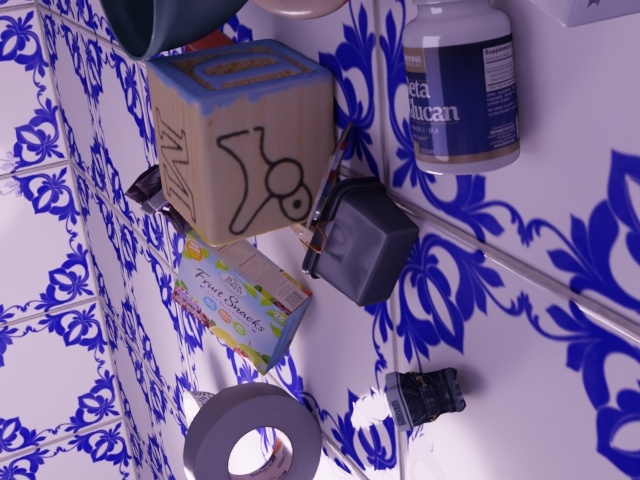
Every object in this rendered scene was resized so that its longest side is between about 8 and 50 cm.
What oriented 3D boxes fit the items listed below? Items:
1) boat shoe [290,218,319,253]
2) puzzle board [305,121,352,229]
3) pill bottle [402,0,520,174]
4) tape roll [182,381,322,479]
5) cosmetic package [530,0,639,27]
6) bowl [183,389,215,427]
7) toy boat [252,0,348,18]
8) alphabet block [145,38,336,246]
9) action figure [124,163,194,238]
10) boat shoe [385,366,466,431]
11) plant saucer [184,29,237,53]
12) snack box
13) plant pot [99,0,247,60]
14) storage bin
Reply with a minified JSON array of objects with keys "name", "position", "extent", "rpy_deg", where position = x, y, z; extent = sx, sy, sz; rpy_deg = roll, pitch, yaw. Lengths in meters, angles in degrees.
[{"name":"boat shoe","position":[0.000,0.000,1.191],"extent":[0.170,0.063,0.059],"rpy_deg":[39,133,52]},{"name":"puzzle board","position":[0.013,-0.077,1.052],"extent":[0.128,0.011,0.096],"rpy_deg":[-65,-4,-64]},{"name":"pill bottle","position":[0.121,-0.149,0.782],"extent":[0.094,0.094,0.169],"rpy_deg":[25,128,60]},{"name":"tape roll","position":[-0.110,0.344,1.466],"extent":[0.072,0.219,0.219],"rpy_deg":[23,126,60]},{"name":"cosmetic package","position":[0.158,-0.289,0.551],"extent":[0.224,0.138,0.224],"rpy_deg":[54,150,40]},{"name":"bowl","position":[-0.229,0.392,1.940],"extent":[0.170,0.080,0.170],"rpy_deg":[47,146,47]},{"name":"toy boat","position":[0.000,-0.336,0.892],"extent":[0.151,0.151,0.231],"rpy_deg":[26,112,8]},{"name":"alphabet block","position":[-0.101,-0.134,1.173],"extent":[0.193,0.192,0.197],"rpy_deg":[44,142,52]},{"name":"action figure","position":[-0.214,-0.007,1.570],"extent":[0.285,0.099,0.185],"rpy_deg":[52,170,-15]},{"name":"boat shoe","position":[0.123,0.181,1.047],"extent":[0.183,0.083,0.065],"rpy_deg":[15,-122,-86]},{"name":"plant saucer","position":[-0.151,-0.189,1.425],"extent":[0.258,0.048,0.259],"rpy_deg":[46,144,47]},{"name":"snack box","position":[-0.128,0.087,1.415],"extent":[0.207,0.070,0.174],"rpy_deg":[38,139,13]},{"name":"plant pot","position":[-0.172,-0.393,1.146],"extent":[0.293,0.196,0.293],"rpy_deg":[46,145,46]},{"name":"storage bin","position":[0.047,0.007,1.035],"extent":[0.091,0.098,0.135],"rpy_deg":[42,124,35]}]
